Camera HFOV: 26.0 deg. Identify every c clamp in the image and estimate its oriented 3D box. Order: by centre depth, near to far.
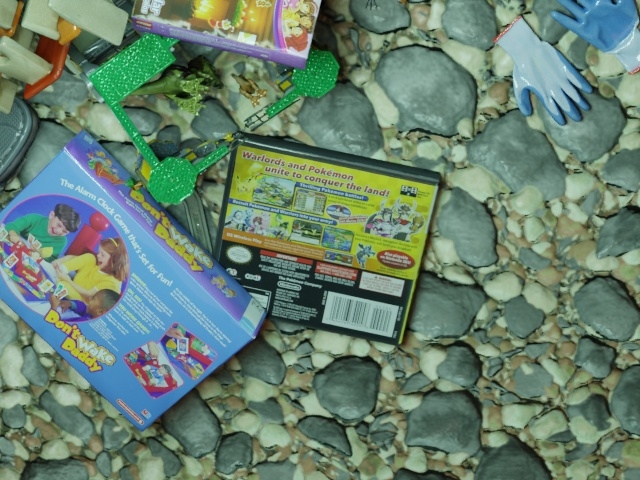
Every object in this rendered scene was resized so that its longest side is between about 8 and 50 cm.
[{"bbox_3d":[-0.216,-0.003,1.864,0.137,0.022,0.161,-2,113,6],"label":"c clamp"}]

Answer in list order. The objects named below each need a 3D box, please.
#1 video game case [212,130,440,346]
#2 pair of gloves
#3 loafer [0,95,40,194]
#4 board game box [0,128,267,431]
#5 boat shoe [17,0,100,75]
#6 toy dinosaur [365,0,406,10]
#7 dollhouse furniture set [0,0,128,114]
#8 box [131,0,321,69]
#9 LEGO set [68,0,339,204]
[{"bbox_3d":[0.000,0.000,1.842,0.274,0.035,0.248,12,113,1],"label":"video game case"},{"bbox_3d":[0.313,-0.237,1.722,0.198,0.023,0.159,-39,104,17],"label":"pair of gloves"},{"bbox_3d":[-0.476,-0.079,1.832,0.302,0.095,0.109,-42,73,14],"label":"loafer"},{"bbox_3d":[-0.276,0.058,1.844,0.233,0.078,0.347,-40,101,24],"label":"board game box"},{"bbox_3d":[-0.351,-0.310,1.731,0.079,0.084,0.233,0,128,46],"label":"boat shoe"},{"bbox_3d":[0.074,-0.323,1.699,0.082,0.047,0.090,12,104,-20],"label":"toy dinosaur"},{"bbox_3d":[-0.290,-0.282,1.586,0.135,0.259,0.262,27,151,-32],"label":"dollhouse furniture set"},{"bbox_3d":[-0.080,-0.357,1.556,0.200,0.057,0.293,13,82,-2],"label":"box"},{"bbox_3d":[-0.160,-0.224,1.700,0.331,0.192,0.255,-43,124,0],"label":"LEGO set"}]
